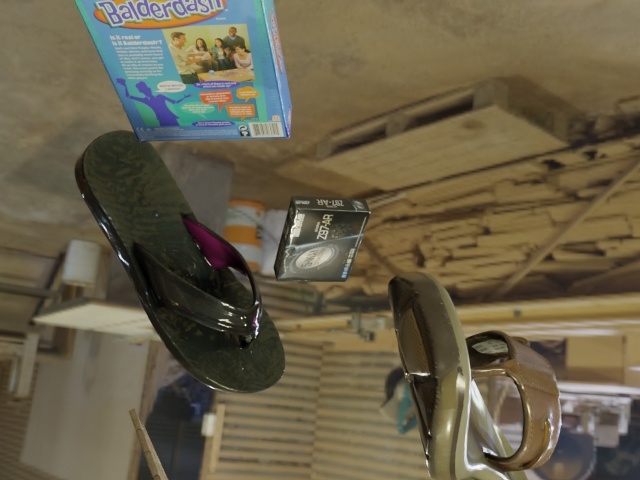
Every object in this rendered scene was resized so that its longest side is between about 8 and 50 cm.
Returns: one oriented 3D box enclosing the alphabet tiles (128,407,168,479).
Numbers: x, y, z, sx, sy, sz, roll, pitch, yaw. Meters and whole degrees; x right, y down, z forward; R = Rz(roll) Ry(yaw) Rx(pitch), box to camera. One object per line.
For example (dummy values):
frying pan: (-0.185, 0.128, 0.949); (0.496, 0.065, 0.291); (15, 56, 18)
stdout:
alphabet tiles: (-0.134, 0.278, 0.742); (0.009, 0.198, 0.237); (-24, -154, -15)

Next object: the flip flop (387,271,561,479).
flip flop: (0.105, 0.102, 0.460); (0.080, 0.112, 0.277); (-20, 139, 13)

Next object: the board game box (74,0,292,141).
board game box: (-0.117, -0.173, 0.703); (0.160, 0.047, 0.210); (0, 149, 5)

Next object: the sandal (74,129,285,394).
sandal: (-0.187, 0.039, 1.099); (0.107, 0.167, 0.445); (-22, 106, 47)

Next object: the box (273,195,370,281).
box: (0.000, 0.000, 0.661); (0.067, 0.018, 0.083); (2, 131, -19)
